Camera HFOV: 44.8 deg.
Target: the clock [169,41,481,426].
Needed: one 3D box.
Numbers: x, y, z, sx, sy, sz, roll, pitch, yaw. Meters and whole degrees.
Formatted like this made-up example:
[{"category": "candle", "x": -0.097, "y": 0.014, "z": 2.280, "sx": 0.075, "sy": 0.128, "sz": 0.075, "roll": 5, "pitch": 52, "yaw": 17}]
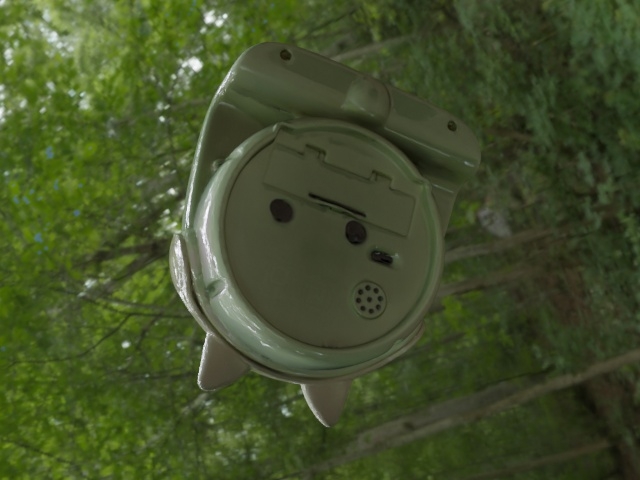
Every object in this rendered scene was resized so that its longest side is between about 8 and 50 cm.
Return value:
[{"category": "clock", "x": 0.000, "y": 0.000, "z": 0.727, "sx": 0.265, "sy": 0.108, "sz": 0.324, "roll": 19, "pitch": -107, "yaw": -17}]
